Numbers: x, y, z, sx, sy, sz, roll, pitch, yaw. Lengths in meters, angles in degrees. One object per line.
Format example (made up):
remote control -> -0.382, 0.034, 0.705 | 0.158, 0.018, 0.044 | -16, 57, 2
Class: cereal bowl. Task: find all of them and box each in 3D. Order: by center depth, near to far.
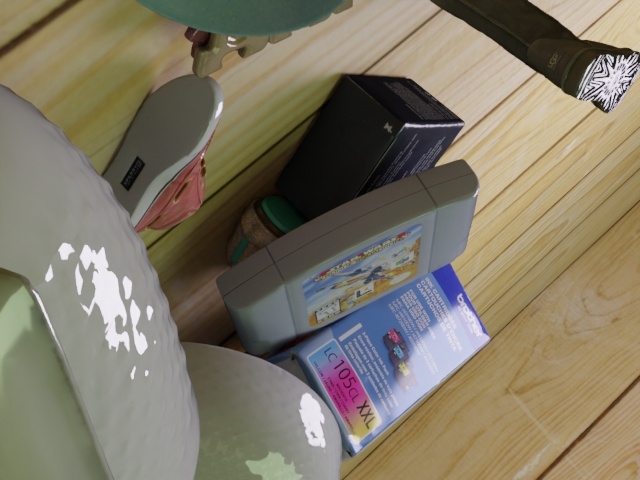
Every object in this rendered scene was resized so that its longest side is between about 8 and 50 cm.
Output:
cereal bowl -> -0.146, 0.266, 1.058 | 0.141, 0.339, 0.339 | -84, -166, -47

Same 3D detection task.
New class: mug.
mug -> -0.277, 0.067, 0.581 | 0.374, 0.276, 0.328 | -11, 144, -5

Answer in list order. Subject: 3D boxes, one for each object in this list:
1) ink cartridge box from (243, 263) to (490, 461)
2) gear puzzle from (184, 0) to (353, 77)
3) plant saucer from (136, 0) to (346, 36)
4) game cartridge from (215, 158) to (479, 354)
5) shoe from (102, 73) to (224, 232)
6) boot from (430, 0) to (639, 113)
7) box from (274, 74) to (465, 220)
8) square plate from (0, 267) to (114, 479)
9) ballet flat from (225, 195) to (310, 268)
ink cartridge box -> 0.038, 0.160, 1.335 | 0.270, 0.151, 0.395 | -26, 180, 44
gear puzzle -> 0.019, -0.263, 0.809 | 0.339, 0.044, 0.175 | -34, 155, -37
plant saucer -> -0.062, -0.206, 0.607 | 0.195, 0.195, 0.037 | 98, 5, -59
game cartridge -> 0.035, 0.021, 1.084 | 0.297, 0.062, 0.198 | -26, 162, -7
shoe -> -0.126, -0.072, 0.855 | 0.178, 0.063, 0.081 | -49, 162, 25
boot -> 0.219, -0.217, 1.031 | 0.190, 0.208, 0.076 | 4, 118, -57
box -> 0.057, -0.097, 1.113 | 0.156, 0.093, 0.158 | -55, 159, 25
square plate -> -0.250, 0.144, 0.450 | 0.049, 0.344, 0.347 | -82, 169, -47
ballet flat -> 0.000, 0.000, 1.194 | 0.316, 0.107, 0.106 | 3, 133, -51
